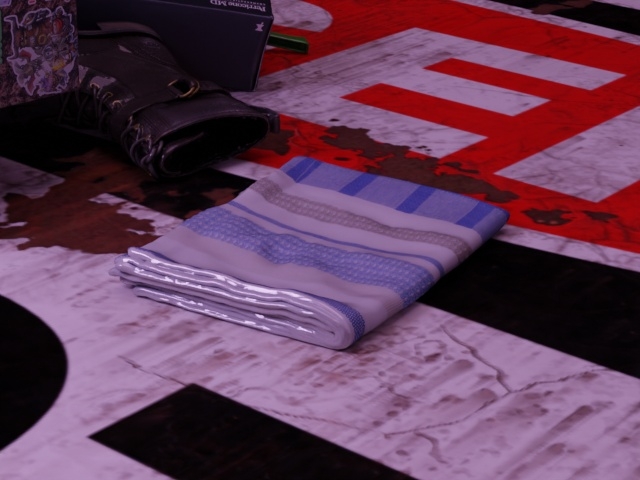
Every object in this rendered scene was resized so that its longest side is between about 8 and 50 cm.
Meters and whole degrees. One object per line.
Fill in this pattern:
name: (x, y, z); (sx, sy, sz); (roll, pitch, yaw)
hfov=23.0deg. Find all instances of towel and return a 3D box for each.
towel: (0.000, 0.000, 1.227); (0.209, 0.034, 0.285); (15, 26, 27)

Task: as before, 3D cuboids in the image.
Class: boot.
boot: (-0.197, -0.121, 1.444); (0.263, 0.091, 0.229); (-19, 37, -25)

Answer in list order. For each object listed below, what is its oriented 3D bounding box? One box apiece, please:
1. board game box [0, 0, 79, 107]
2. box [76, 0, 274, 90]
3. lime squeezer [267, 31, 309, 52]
board game box: (-0.385, -0.189, 1.302); (0.291, 0.141, 0.232); (-20, 31, -40)
box: (-0.191, -0.261, 1.639); (0.261, 0.103, 0.184); (6, 39, -13)
lime squeezer: (-0.177, -0.227, 1.757); (0.310, 0.059, 0.110); (-6, 54, -21)
